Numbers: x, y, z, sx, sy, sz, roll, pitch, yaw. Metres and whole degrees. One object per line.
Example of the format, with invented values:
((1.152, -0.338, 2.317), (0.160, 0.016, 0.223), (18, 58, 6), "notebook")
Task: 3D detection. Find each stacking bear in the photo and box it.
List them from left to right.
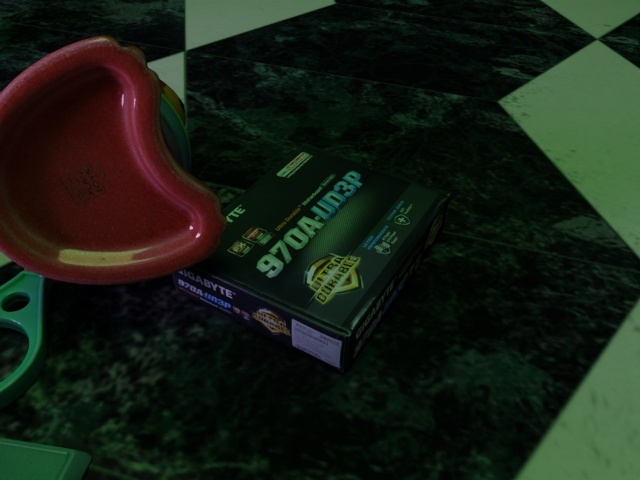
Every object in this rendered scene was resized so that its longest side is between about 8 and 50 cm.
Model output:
((-0.192, -0.091, 0.532), (0.164, 0.176, 0.289), (-24, 25, -1), "stacking bear")

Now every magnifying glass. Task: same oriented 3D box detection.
((-0.251, 0.048, 0.482), (0.092, 0.026, 0.231), (7, 39, 4), "magnifying glass")

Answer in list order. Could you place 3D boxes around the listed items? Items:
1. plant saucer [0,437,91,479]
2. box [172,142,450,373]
((-0.253, 0.150, 0.367), (0.191, 0.018, 0.067), (6, 40, 5), "plant saucer")
((0.000, 0.000, 0.535), (0.175, 0.051, 0.220), (23, 44, 22), "box")
